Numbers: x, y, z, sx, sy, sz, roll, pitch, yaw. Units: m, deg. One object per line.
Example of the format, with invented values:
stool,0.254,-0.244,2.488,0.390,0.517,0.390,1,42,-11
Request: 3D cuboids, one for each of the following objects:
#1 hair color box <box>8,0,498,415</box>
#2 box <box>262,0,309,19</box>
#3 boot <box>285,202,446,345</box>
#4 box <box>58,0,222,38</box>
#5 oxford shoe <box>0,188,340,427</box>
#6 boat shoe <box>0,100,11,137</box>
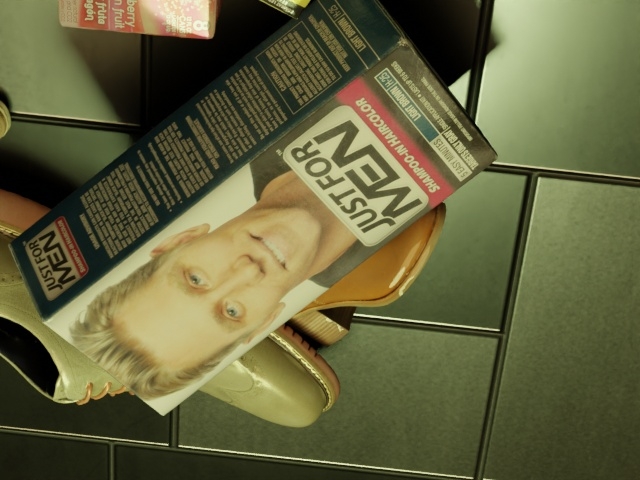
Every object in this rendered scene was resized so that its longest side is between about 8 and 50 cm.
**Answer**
hair color box,-0.051,-0.031,1.461,0.347,0.105,0.174,-38,137,7
box,0.018,-0.278,1.363,0.058,0.087,0.232,26,128,-15
boot,0.000,0.000,1.607,0.152,0.073,0.197,36,122,-17
box,-0.124,-0.287,1.343,0.123,0.128,0.256,6,129,2
oxford shoe,-0.177,0.096,1.637,0.397,0.146,0.140,23,149,-8
boat shoe,-0.349,-0.091,1.575,0.170,0.059,0.063,-2,129,8
